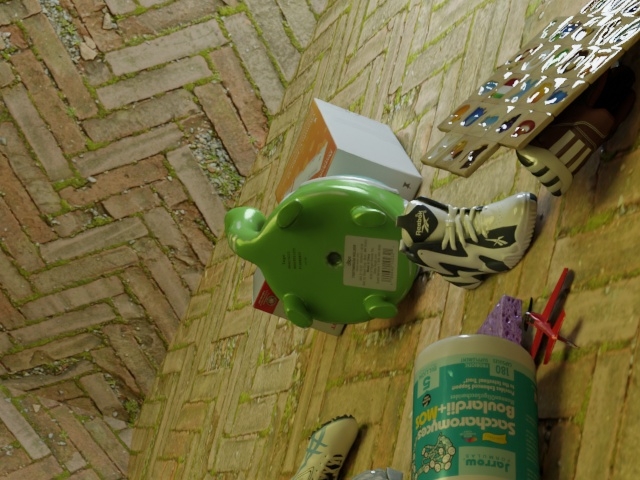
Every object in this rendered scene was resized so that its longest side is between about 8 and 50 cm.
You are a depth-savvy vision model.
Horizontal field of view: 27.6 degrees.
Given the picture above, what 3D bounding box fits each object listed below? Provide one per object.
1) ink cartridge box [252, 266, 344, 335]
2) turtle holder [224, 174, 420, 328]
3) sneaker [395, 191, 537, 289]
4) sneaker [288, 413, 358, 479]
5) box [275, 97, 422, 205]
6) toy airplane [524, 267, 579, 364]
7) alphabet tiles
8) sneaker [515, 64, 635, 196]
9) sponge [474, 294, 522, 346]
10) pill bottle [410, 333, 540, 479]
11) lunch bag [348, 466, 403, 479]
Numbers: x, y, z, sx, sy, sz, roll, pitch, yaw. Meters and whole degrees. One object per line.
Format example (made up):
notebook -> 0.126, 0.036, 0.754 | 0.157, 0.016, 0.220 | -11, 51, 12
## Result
ink cartridge box -> -0.023, 0.073, 2.427 | 0.127, 0.176, 0.128 | -94, 27, -63
turtle holder -> 0.014, 0.014, 2.146 | 0.320, 0.243, 0.227 | -23, 13, 21
sneaker -> 0.186, -0.016, 1.786 | 0.235, 0.153, 0.094 | 140, 145, -65
sneaker -> 0.003, 0.384, 2.147 | 0.237, 0.085, 0.086 | -60, 43, 26
box -> 0.042, -0.100, 2.418 | 0.345, 0.168, 0.215 | -110, 42, -68
toy airplane -> 0.270, 0.107, 1.564 | 0.151, 0.028, 0.151 | -163, 90, -77
alphabet tiles -> 0.277, -0.204, 1.643 | 0.342, 0.011, 0.285 | -43, 17, -5
sneaker -> 0.323, -0.168, 1.636 | 0.162, 0.106, 0.281 | -44, 18, 19
sponge -> 0.204, 0.179, 1.687 | 0.210, 0.031, 0.117 | 116, 166, -45
pill bottle -> 0.176, 0.250, 1.479 | 0.146, 0.146, 0.264 | 127, 153, -51
lunch bag -> 0.042, 0.446, 1.720 | 0.287, 0.168, 0.235 | -63, 11, 0
